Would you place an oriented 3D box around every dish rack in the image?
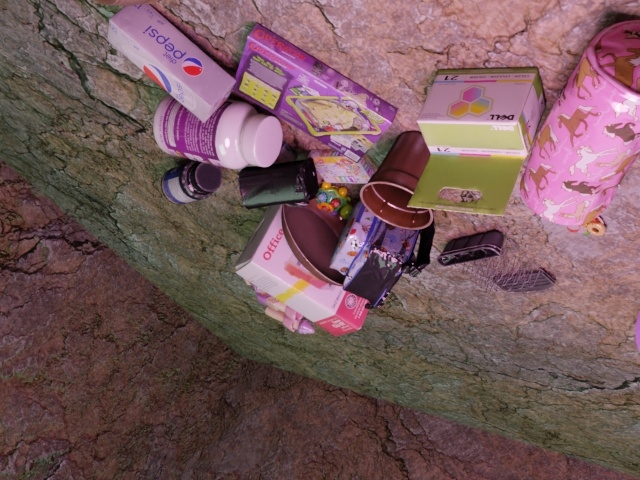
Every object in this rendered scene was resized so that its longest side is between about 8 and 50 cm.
[{"bbox_3d":[0.469,0.078,1.610,0.271,0.074,0.208,36,155,-21],"label":"dish rack"}]

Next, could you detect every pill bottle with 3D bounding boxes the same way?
[{"bbox_3d":[-0.253,-0.270,1.526,0.301,0.169,0.169,15,154,26],"label":"pill bottle"},{"bbox_3d":[-0.400,-0.183,1.908,0.123,0.123,0.219,41,152,-29],"label":"pill bottle"}]

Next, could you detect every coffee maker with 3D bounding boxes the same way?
[{"bbox_3d":[-0.111,-0.145,1.519,0.178,0.120,0.171,-7,173,16],"label":"coffee maker"}]

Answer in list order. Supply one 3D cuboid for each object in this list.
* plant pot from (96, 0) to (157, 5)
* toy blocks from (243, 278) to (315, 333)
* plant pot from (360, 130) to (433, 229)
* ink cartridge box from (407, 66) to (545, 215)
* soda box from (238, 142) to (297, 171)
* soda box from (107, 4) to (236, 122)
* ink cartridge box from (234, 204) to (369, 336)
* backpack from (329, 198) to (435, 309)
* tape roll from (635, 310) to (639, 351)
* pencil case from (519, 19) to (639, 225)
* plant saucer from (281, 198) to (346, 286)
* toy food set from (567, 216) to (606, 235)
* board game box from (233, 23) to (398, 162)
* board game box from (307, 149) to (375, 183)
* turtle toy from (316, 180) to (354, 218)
[{"bbox_3d":[-0.423,-0.550,1.211,0.237,0.110,0.237,21,155,10],"label":"plant pot"},{"bbox_3d":[-0.040,0.133,1.983,0.260,0.289,0.309,22,154,25],"label":"toy blocks"},{"bbox_3d":[0.193,-0.139,1.341,0.166,0.165,0.167,21,156,10],"label":"plant pot"},{"bbox_3d":[0.265,-0.178,1.076,0.188,0.255,0.097,9,150,34],"label":"ink cartridge box"},{"bbox_3d":[-0.152,-0.217,1.660,0.183,0.063,0.058,3,148,43],"label":"soda box"},{"bbox_3d":[-0.336,-0.405,1.377,0.286,0.098,0.091,40,155,-8],"label":"soda box"},{"bbox_3d":[-0.019,0.065,1.825,0.384,0.279,0.160,33,155,-14],"label":"ink cartridge box"},{"bbox_3d":[0.156,0.000,1.543,0.213,0.263,0.276,35,147,-1],"label":"backpack"},{"bbox_3d":[0.778,0.164,1.219,0.090,0.275,0.275,32,156,-14],"label":"tape roll"},{"bbox_3d":[0.460,-0.175,1.009,0.160,0.167,0.386,53,166,23],"label":"pencil case"},{"bbox_3d":[0.000,0.000,1.666,0.310,0.311,0.050,38,123,-23],"label":"plant saucer"},{"bbox_3d":[0.574,-0.037,1.334,0.082,0.020,0.083,-4,142,50],"label":"toy food set"},{"bbox_3d":[-0.021,-0.315,1.355,0.346,0.056,0.208,30,160,-8],"label":"board game box"},{"bbox_3d":[0.055,-0.188,1.553,0.154,0.026,0.103,5,149,39],"label":"board game box"},{"bbox_3d":[0.041,-0.105,1.686,0.130,0.066,0.095,24,156,6],"label":"turtle toy"}]
